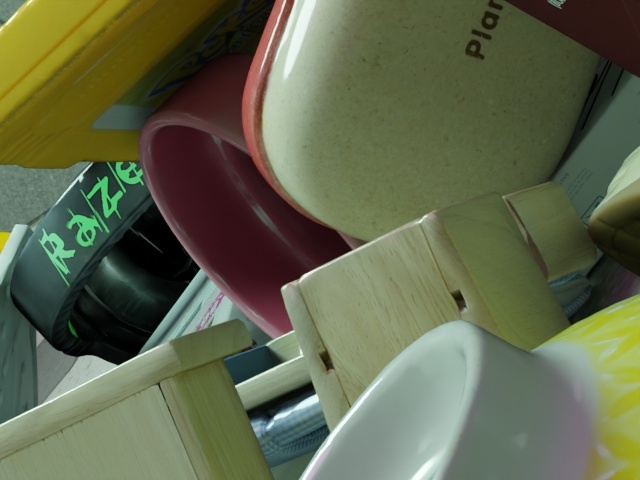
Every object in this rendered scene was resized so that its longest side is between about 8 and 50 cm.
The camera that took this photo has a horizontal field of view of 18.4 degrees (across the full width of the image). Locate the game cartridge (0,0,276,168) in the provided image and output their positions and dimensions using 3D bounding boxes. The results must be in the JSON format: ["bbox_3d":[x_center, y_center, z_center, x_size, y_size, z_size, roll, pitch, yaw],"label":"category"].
[{"bbox_3d":[-0.035,-0.141,1.059,0.285,0.052,0.324,-41,-7,15],"label":"game cartridge"}]

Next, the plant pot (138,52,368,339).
[{"bbox_3d":[0.033,-0.047,1.068,0.180,0.201,0.201,-44,5,-22],"label":"plant pot"}]

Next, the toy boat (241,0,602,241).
[{"bbox_3d":[0.043,-0.115,0.913,0.151,0.151,0.231,35,106,64],"label":"toy boat"}]

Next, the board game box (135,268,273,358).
[{"bbox_3d":[-0.071,0.120,1.260,0.224,0.097,0.303,-54,9,23],"label":"board game box"}]

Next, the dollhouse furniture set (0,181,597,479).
[{"bbox_3d":[0.049,0.108,0.816,0.286,0.198,0.303,-27,-5,32],"label":"dollhouse furniture set"}]

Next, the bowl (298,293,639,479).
[{"bbox_3d":[0.067,0.108,0.481,0.289,0.156,0.289,-54,11,16],"label":"bowl"}]

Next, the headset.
[{"bbox_3d":[-0.113,-0.033,1.478,0.243,0.185,0.394,-46,-14,6],"label":"headset"}]

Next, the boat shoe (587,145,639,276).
[{"bbox_3d":[0.173,-0.044,0.599,0.098,0.109,0.302,-61,5,-13],"label":"boat shoe"}]

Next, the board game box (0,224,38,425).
[{"bbox_3d":[-0.266,0.245,1.371,0.390,0.050,0.390,-76,-8,-58],"label":"board game box"}]

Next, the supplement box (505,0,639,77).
[{"bbox_3d":[0.145,-0.153,0.729,0.129,0.194,0.191,-62,5,-14],"label":"supplement box"}]

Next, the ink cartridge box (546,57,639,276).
[{"bbox_3d":[0.164,-0.088,0.930,0.207,0.046,0.097,-53,12,19],"label":"ink cartridge box"}]
